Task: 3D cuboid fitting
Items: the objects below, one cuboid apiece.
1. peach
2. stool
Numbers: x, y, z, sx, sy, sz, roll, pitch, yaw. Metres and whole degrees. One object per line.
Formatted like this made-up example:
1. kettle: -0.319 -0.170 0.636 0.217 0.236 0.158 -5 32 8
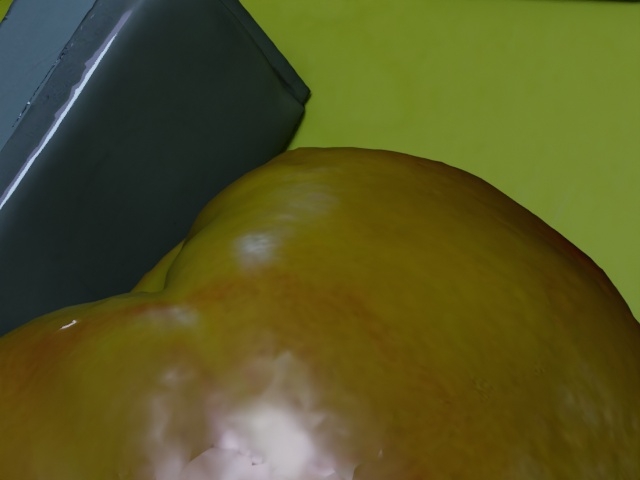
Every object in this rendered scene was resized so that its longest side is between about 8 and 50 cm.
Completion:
1. peach: 0.007 0.137 0.454 0.289 0.289 0.308 -33 94 8
2. stool: -0.192 -0.065 0.699 0.269 0.170 0.244 27 80 33
